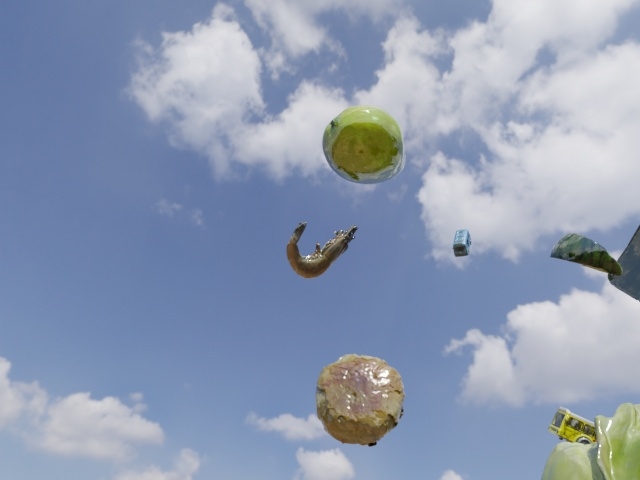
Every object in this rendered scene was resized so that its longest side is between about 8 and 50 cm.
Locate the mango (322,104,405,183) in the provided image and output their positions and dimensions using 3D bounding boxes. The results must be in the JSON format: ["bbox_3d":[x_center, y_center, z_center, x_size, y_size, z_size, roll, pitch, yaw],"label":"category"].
[{"bbox_3d":[0.106,-0.211,1.058,0.185,0.149,0.273,-12,-16,12],"label":"mango"}]

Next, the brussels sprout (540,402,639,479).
[{"bbox_3d":[0.491,0.469,0.622,0.342,0.361,0.426,-4,-80,33],"label":"brussels sprout"}]

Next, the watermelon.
[{"bbox_3d":[0.637,0.024,1.093,0.092,0.181,0.075,15,-84,-14],"label":"watermelon"}]

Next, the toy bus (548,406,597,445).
[{"bbox_3d":[0.630,0.450,0.974,0.226,0.074,0.081,22,-8,16],"label":"toy bus"}]

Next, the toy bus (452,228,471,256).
[{"bbox_3d":[0.379,0.007,1.196,0.038,0.083,0.046,-7,-60,29],"label":"toy bus"}]

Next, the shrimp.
[{"bbox_3d":[0.000,0.000,1.218,0.152,0.219,0.046,54,-14,-14],"label":"shrimp"}]

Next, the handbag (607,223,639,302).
[{"bbox_3d":[1.014,0.071,1.305,0.079,0.247,0.260,11,-67,-20],"label":"handbag"}]

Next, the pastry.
[{"bbox_3d":[0.063,0.253,0.722,0.153,0.153,0.081,-5,-58,13],"label":"pastry"}]
